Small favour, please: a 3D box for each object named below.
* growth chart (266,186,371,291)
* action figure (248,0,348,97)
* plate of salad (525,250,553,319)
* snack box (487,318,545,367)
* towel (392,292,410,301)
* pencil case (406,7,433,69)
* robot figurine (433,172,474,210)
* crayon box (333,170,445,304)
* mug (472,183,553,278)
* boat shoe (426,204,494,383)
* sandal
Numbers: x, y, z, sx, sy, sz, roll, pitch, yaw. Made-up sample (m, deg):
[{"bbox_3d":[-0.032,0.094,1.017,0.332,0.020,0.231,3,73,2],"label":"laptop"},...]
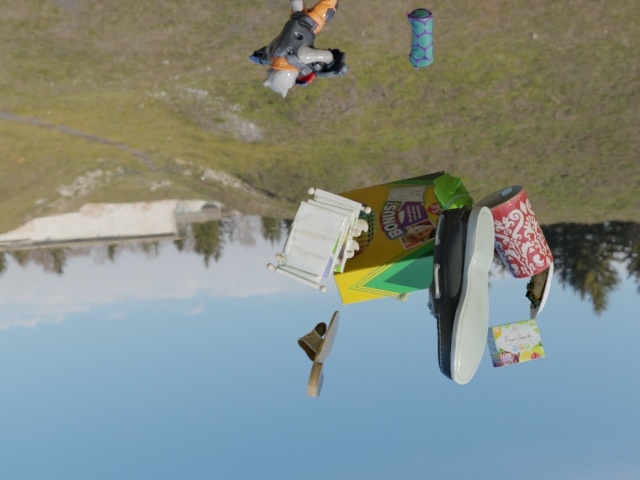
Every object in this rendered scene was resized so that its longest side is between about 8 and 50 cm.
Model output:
[{"bbox_3d":[0.000,0.000,1.437,0.172,0.237,0.021,28,-169,4],"label":"growth chart"},{"bbox_3d":[-0.085,-0.531,1.613,0.341,0.330,0.178,11,174,38],"label":"action figure"},{"bbox_3d":[0.580,0.118,1.702,0.048,0.200,0.200,13,-173,11],"label":"plate of salad"},{"bbox_3d":[0.493,0.260,1.612,0.141,0.100,0.037,-7,166,-24],"label":"snack box"},{"bbox_3d":[0.253,0.125,2.061,0.110,0.148,0.027,23,147,10],"label":"towel"},{"bbox_3d":[0.265,-0.536,1.686,0.070,0.152,0.064,9,-130,16],"label":"pencil case"},{"bbox_3d":[0.290,-0.092,1.381,0.067,0.115,0.101,-26,143,2],"label":"robot figurine"},{"bbox_3d":[0.191,-0.018,1.604,0.313,0.106,0.363,-11,-146,8],"label":"crayon box"},{"bbox_3d":[0.400,-0.019,1.330,0.113,0.169,0.150,-31,-170,-5],"label":"mug"},{"bbox_3d":[0.232,0.089,1.086,0.091,0.303,0.114,1,161,38],"label":"boat shoe"},{"bbox_3d":[-0.018,0.246,1.455,0.079,0.088,0.240,8,-137,10],"label":"sandal"}]
